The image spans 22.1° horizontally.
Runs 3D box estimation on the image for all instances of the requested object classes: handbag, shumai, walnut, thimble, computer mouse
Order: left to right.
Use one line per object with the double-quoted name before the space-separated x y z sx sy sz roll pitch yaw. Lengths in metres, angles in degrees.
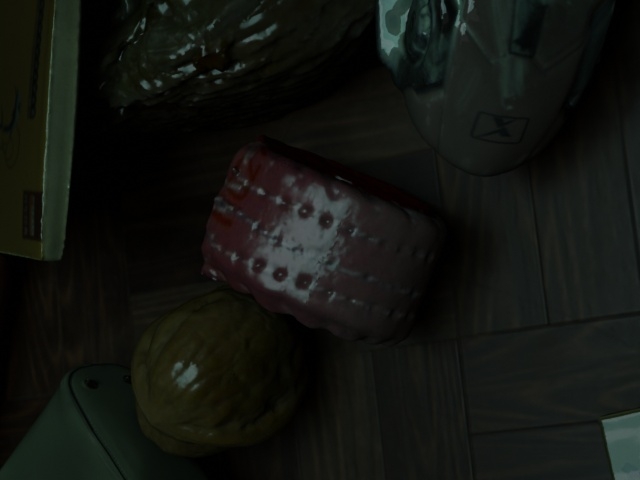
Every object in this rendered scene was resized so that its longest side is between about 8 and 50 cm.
"handbag" -0.236 0.283 1.515 0.315 0.109 0.241 -52 56 25
"shumai" -0.104 -0.249 1.428 0.346 0.217 0.283 -12 82 31
"walnut" -0.087 0.116 1.426 0.149 0.166 0.166 40 105 15
"thimble" 0.006 0.002 1.383 0.189 0.163 0.125 25 98 13
"computer mouse" 0.160 -0.241 1.288 0.199 0.115 0.389 5 96 -15

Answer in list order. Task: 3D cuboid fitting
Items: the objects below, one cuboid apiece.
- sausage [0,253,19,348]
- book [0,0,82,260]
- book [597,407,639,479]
"sausage" -0.350 0.089 1.612 0.088 0.088 0.433 12 92 28
"book" -0.300 -0.128 1.467 0.389 0.032 0.269 7 94 60
"book" 0.341 0.192 1.269 0.231 0.026 0.161 -16 79 26
